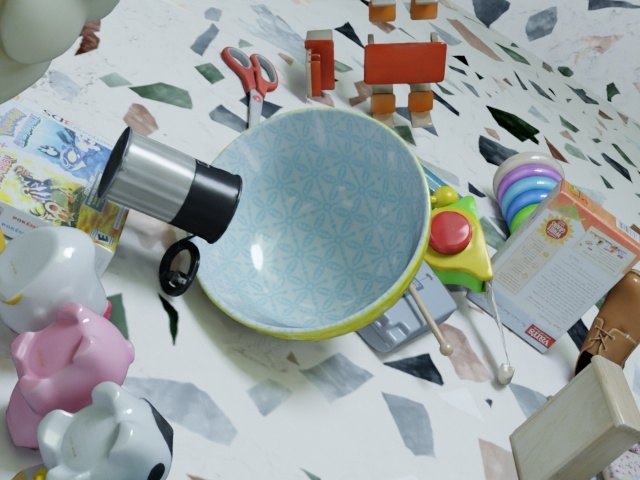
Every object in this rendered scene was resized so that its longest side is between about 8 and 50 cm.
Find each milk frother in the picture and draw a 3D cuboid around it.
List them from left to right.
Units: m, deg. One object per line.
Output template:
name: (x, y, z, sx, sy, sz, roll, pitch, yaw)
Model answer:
milk frother: (-0.178, -0.027, 0.914, 0.135, 0.129, 0.143, 23, 71, -22)

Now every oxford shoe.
oxford shoe: (0.440, 0.144, 1.273, 0.076, 0.212, 0.076, -6, 27, -45)

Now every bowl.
bowl: (0.000, 0.000, 1.020, 0.289, 0.289, 0.156, 56, -2, 29)

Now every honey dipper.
honey dipper: (0.133, 0.085, 1.111, 0.030, 0.030, 0.160, 4, 47, -43)

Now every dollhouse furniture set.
dollhouse furniture set: (0.102, -0.325, 1.549, 0.259, 0.262, 0.135, -2, 39, 1)
dollhouse furniture set: (0.445, 0.316, 1.073, 0.356, 0.174, 0.303, 27, 32, -17)

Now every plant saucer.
plant saucer: (0.199, -0.109, 1.554, 0.192, 0.018, 0.067, 39, 30, 5)

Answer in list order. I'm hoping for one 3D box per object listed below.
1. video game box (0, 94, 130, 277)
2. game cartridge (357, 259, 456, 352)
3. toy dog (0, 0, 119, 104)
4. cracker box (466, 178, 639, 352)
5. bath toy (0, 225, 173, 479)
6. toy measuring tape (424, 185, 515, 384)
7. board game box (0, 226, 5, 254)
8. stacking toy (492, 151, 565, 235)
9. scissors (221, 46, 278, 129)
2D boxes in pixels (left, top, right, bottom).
video game box: (-0.305, -0.070, 0.953, 0.187, 0.048, 0.205, 24, 32, -16)
game cartridge: (0.051, 0.019, 1.194, 0.297, 0.062, 0.198, 48, 28, 18)
toy dog: (-0.429, -0.205, 0.725, 0.284, 0.395, 0.408, 48, 49, 1)
cracker box: (0.359, 0.042, 1.298, 0.156, 0.232, 0.067, 37, 29, 0)
bath toy: (-0.201, 0.139, 0.699, 0.348, 0.151, 0.129, 61, 2, 40)
toy measuring tape: (0.201, 0.062, 1.263, 0.121, 0.121, 0.330, 13, 55, -34)
board game box: (-0.395, 0.046, 0.514, 0.317, 0.064, 0.242, -1, 33, 7)
stacking toy: (0.409, -0.018, 1.546, 0.141, 0.141, 0.330, 25, 37, -20)
scissors: (-0.100, -0.244, 1.425, 0.109, 0.021, 0.297, 18, 34, -32)
